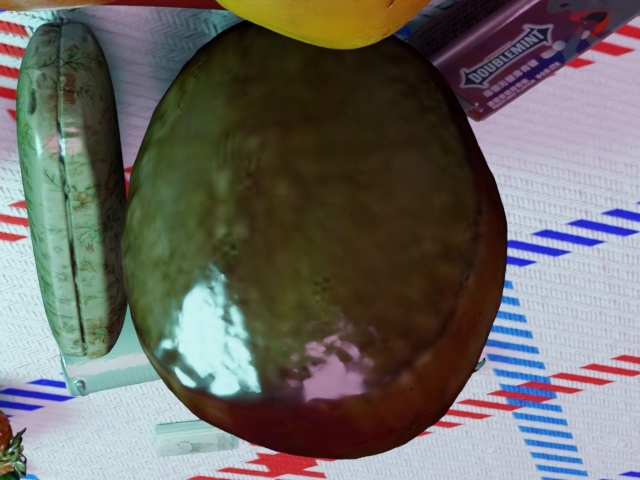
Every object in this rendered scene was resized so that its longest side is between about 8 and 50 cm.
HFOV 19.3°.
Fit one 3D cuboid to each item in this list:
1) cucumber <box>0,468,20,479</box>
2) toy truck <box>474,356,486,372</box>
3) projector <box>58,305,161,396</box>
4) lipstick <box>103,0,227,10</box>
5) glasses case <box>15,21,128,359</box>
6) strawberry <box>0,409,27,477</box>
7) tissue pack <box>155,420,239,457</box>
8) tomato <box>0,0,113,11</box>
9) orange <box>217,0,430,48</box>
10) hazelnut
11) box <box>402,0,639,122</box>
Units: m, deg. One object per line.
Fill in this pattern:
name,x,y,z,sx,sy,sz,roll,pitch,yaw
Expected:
cucumber,-0.425,0.275,2.350,0.039,0.039,0.168,-29,138,25
toy truck,0.125,0.166,2.311,0.154,0.078,0.080,7,143,-24
projector,-0.124,0.093,2.113,0.338,0.108,0.108,-11,145,0
lipstick,-0.156,-0.241,1.654,0.241,0.080,0.080,-1,144,-15
glasses case,-0.239,-0.040,1.847,0.098,0.156,0.425,0,145,-2
strawberry,-0.469,0.237,2.226,0.236,0.106,0.175,-5,156,-14
tissue pack,-0.157,0.252,2.401,0.108,0.023,0.056,-6,145,-6
tomato,-0.209,-0.325,1.335,0.293,0.289,0.325,-10,144,-5
orange,0.001,-0.271,1.518,0.240,0.240,0.240,-7,145,-5
hazelnut,0.000,0.000,1.748,0.353,0.420,0.421,-26,143,13
box,0.200,-0.210,1.803,0.224,0.069,0.120,-34,138,29
